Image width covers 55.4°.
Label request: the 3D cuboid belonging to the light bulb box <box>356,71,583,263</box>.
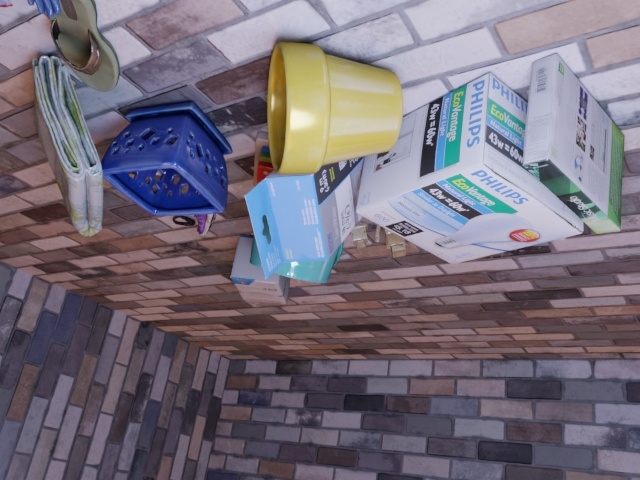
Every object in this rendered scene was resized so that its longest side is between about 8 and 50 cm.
[{"bbox_3d":[0.339,-0.136,1.382,0.358,0.225,0.361,25,153,-31],"label":"light bulb box"}]

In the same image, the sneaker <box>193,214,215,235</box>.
[{"bbox_3d":[-0.385,-0.077,2.006,0.071,0.068,0.170,28,145,-3],"label":"sneaker"}]

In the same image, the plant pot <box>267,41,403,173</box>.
[{"bbox_3d":[0.026,-0.262,1.227,0.239,0.254,0.254,-2,159,-14],"label":"plant pot"}]

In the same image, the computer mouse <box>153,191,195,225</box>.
[{"bbox_3d":[-0.494,-0.104,2.007,0.071,0.041,0.242,-19,153,18],"label":"computer mouse"}]

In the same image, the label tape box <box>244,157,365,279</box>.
[{"bbox_3d":[-0.013,-0.086,1.393,0.105,0.334,0.241,14,134,28],"label":"label tape box"}]

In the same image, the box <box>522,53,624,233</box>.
[{"bbox_3d":[0.510,-0.181,1.208,0.322,0.232,0.058,29,154,-36],"label":"box"}]

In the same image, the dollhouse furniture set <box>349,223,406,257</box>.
[{"bbox_3d":[0.166,-0.021,1.819,0.160,0.101,0.182,-11,154,2],"label":"dollhouse furniture set"}]

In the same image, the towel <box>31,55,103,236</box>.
[{"bbox_3d":[-0.609,-0.214,1.465,0.090,0.321,0.374,-16,166,-24],"label":"towel"}]

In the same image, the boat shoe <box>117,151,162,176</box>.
[{"bbox_3d":[-0.483,-0.210,1.707,0.228,0.080,0.076,4,162,14],"label":"boat shoe"}]

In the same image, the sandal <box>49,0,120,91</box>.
[{"bbox_3d":[-0.504,-0.407,1.258,0.120,0.086,0.303,9,156,1],"label":"sandal"}]

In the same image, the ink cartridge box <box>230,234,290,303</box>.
[{"bbox_3d":[-0.206,0.110,2.202,0.171,0.168,0.233,5,155,6],"label":"ink cartridge box"}]

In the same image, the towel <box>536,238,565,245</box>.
[{"bbox_3d":[0.506,-0.046,1.731,0.312,0.056,0.324,-10,150,37],"label":"towel"}]

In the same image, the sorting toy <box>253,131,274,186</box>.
[{"bbox_3d":[-0.056,-0.162,1.636,0.255,0.089,0.257,11,156,-3],"label":"sorting toy"}]

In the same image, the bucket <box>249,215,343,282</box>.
[{"bbox_3d":[-0.070,0.006,1.780,0.281,0.183,0.281,15,-176,-1],"label":"bucket"}]

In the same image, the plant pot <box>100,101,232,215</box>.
[{"bbox_3d":[-0.362,-0.205,1.504,0.236,0.212,0.236,-2,153,23],"label":"plant pot"}]

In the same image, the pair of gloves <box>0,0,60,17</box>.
[{"bbox_3d":[-0.561,-0.490,1.113,0.198,0.023,0.159,11,141,10],"label":"pair of gloves"}]
